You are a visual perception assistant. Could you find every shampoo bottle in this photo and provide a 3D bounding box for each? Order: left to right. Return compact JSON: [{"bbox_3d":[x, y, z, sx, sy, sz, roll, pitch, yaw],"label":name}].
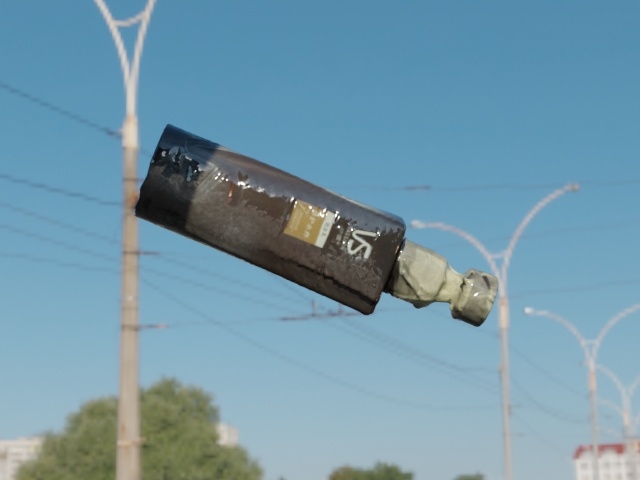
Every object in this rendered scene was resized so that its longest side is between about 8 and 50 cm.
[{"bbox_3d":[0.001,-0.001,0.630,0.207,0.057,0.063,22,4,-3],"label":"shampoo bottle"}]
